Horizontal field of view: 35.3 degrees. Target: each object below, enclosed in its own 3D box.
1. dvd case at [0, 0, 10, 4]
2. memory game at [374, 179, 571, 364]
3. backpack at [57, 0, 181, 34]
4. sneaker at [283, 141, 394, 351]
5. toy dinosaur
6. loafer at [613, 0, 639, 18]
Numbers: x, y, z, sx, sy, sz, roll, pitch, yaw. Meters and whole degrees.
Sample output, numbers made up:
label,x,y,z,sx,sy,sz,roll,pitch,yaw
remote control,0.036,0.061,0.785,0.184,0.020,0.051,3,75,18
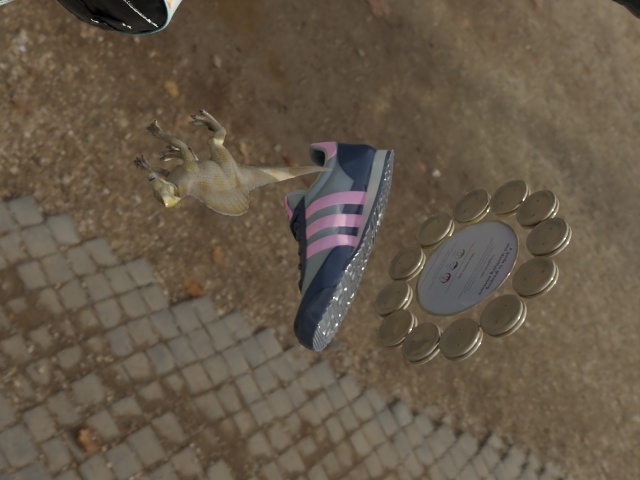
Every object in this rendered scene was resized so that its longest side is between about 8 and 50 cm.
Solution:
label,x,y,z,sx,sy,sz,roll,pitch,yaw
dvd case,-0.500,-0.333,1.451,0.119,0.087,0.013,-47,121,-60
memory game,0.120,0.024,0.819,0.012,0.186,0.186,46,33,-29
backpack,-0.201,-0.291,0.949,0.144,0.165,0.188,-63,147,-32
sneaker,0.000,0.000,1.349,0.131,0.112,0.319,15,57,11
toy dinosaur,-0.083,-0.054,0.793,0.183,0.053,0.092,-13,56,-49
loafer,0.243,-0.209,0.759,0.223,0.076,0.078,0,84,-22
